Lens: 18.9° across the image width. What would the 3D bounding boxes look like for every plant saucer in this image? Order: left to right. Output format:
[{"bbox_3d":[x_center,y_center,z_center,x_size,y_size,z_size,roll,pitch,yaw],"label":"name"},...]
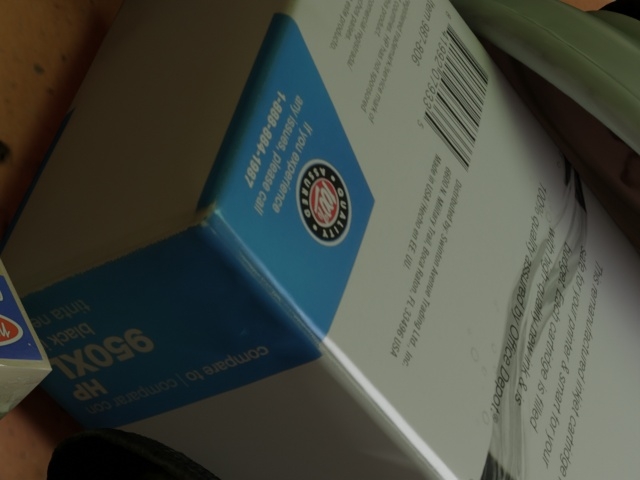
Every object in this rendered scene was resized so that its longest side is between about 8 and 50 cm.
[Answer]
[{"bbox_3d":[0.205,-0.036,1.216,0.100,0.400,0.400,-45,117,-9],"label":"plant saucer"}]

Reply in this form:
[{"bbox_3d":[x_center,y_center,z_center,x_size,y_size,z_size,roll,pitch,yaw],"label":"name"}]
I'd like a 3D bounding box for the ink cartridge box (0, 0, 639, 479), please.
[{"bbox_3d":[0.037,0.050,1.044,0.395,0.166,0.285,49,37,-27],"label":"ink cartridge box"}]

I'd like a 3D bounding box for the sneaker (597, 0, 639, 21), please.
[{"bbox_3d":[0.266,0.011,1.425,0.257,0.169,0.447,42,30,-50],"label":"sneaker"}]

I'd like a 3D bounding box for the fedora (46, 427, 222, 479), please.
[{"bbox_3d":[-0.053,0.247,0.803,0.152,0.334,0.334,-34,101,-24],"label":"fedora"}]

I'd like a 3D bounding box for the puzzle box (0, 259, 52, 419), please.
[{"bbox_3d":[-0.302,-0.056,0.686,0.409,0.052,0.272,8,46,-53],"label":"puzzle box"}]
